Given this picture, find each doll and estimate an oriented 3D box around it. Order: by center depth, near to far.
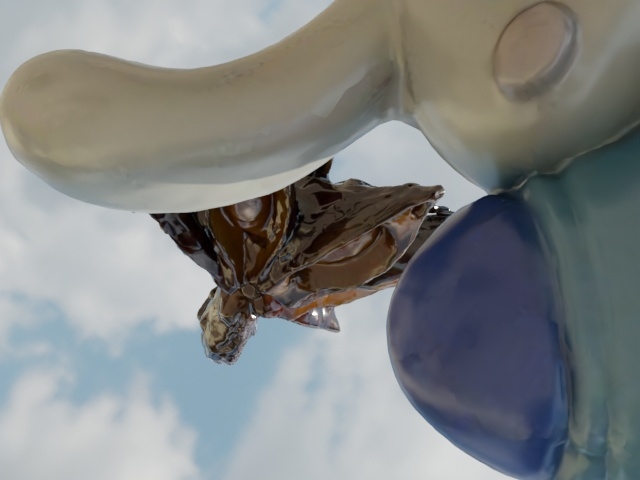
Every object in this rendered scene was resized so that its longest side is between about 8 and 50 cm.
[{"bbox_3d":[0.138,-0.037,0.614,0.376,0.365,0.187,-42,170,18],"label":"doll"}]

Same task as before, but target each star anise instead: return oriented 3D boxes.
[{"bbox_3d":[0.001,0.004,0.899,0.157,0.212,0.053,-7,-123,4],"label":"star anise"}]
